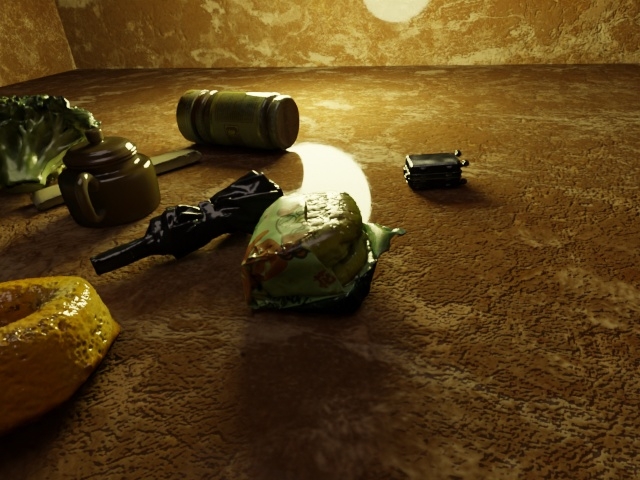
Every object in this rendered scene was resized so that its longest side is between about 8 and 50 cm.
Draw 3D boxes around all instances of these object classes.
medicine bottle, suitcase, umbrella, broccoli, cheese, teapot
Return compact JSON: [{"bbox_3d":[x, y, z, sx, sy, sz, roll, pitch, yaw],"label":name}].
[{"bbox_3d":[-0.229,-0.338,1.229,0.322,0.151,0.151,11,33,23],"label":"medicine bottle"},{"bbox_3d":[0.244,-0.152,0.942,0.126,0.059,0.086,-3,29,2],"label":"suitcase"},{"bbox_3d":[-0.217,-0.023,0.759,0.340,0.118,0.118,-26,36,-23],"label":"umbrella"},{"bbox_3d":[-0.676,-0.206,1.036,0.288,0.246,0.248,-24,-23,31],"label":"broccoli"},{"bbox_3d":[-0.488,-0.161,1.081,0.400,0.034,0.085,-27,33,-34],"label":"cheese"},{"bbox_3d":[-0.439,-0.135,0.892,0.185,0.175,0.268,-9,31,-4],"label":"teapot"}]

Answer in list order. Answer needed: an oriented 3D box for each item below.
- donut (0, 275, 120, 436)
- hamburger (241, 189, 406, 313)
[{"bbox_3d":[-0.367,0.126,0.509,0.253,0.118,0.253,-7,16,2],"label":"donut"},{"bbox_3d":[0.004,0.001,0.644,0.235,0.125,0.214,-10,38,18],"label":"hamburger"}]
